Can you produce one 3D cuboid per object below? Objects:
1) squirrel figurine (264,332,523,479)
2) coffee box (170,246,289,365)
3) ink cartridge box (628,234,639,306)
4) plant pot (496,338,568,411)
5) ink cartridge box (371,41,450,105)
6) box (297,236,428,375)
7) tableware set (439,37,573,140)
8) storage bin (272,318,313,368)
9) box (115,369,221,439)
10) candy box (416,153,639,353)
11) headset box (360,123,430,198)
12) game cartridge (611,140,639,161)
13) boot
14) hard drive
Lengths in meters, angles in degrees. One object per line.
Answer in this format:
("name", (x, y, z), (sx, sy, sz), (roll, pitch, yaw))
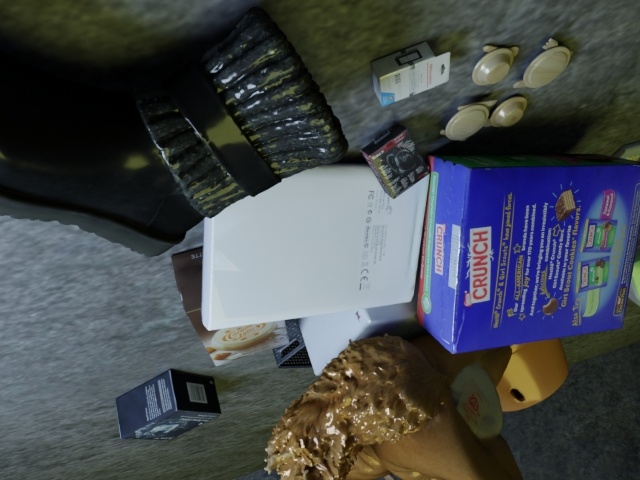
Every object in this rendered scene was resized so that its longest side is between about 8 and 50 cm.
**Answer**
("squirrel figurine", (0.089, 0.305, 0.950), (0.397, 0.281, 0.370), (22, 143, -34))
("coffee box", (-0.137, 0.104, 0.903), (0.141, 0.098, 0.246), (-17, 151, -8))
("ink cartridge box", (0.781, -0.014, 1.183), (0.353, 0.207, 0.119), (-26, 108, 8))
("plant pot", (0.418, 0.243, 1.265), (0.291, 0.203, 0.291), (-33, -176, 2))
("ink cartridge box", (0.102, -0.191, 0.635), (0.083, 0.028, 0.048), (-20, 151, -1))
("box", (0.154, 0.106, 1.028), (0.345, 0.168, 0.215), (-3, 147, -30))
("tableware set", (0.240, -0.193, 0.732), (0.141, 0.020, 0.169), (-8, 147, -26))
("storage bin", (-0.007, 0.204, 1.175), (0.180, 0.084, 0.122), (12, 138, -43))
("box", (-0.331, 0.365, 1.227), (0.158, 0.093, 0.156), (-29, 150, 16))
("candy box", (0.314, 0.008, 0.844), (0.317, 0.122, 0.268), (-3, 106, -20))
("headset box", (0.097, -0.106, 0.731), (0.062, 0.032, 0.083), (-37, 120, -1))
("game cartridge", (0.553, -0.146, 1.022), (0.056, 0.017, 0.083), (-13, 150, -7))
("boot", (-0.147, -0.118, 0.489), (0.260, 0.131, 0.348), (-27, 157, 17))
("hard drive", (0.000, 0.000, 0.762), (0.318, 0.040, 0.210), (-4, 108, -28))
